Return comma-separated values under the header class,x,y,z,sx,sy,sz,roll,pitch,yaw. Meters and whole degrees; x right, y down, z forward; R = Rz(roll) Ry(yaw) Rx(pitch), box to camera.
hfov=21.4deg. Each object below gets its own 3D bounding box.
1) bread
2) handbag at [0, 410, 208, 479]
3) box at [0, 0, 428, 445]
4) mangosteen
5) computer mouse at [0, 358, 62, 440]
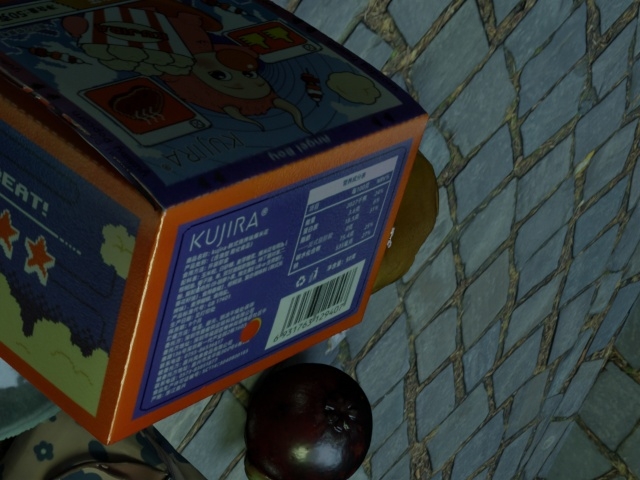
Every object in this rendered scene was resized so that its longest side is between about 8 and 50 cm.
class,x,y,z,sx,sy,sz,roll,pitch,yaw
bread,0.005,0.000,1.980,0.344,0.149,0.195,-28,138,-41
handbag,-0.254,0.304,1.869,0.251,0.193,0.190,-59,151,-2
box,-0.147,-0.055,1.498,0.348,0.318,0.257,-22,139,-45
mangosteen,-0.026,0.255,2.240,0.200,0.200,0.200,-38,149,-28
computer mouse,-0.345,0.115,1.529,0.374,0.203,0.114,-17,117,-40
